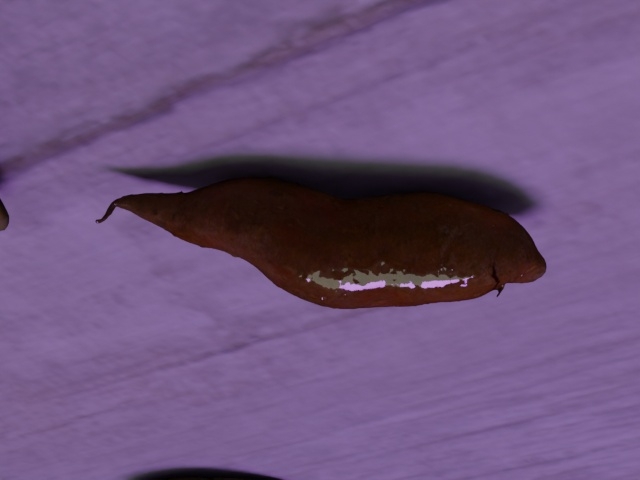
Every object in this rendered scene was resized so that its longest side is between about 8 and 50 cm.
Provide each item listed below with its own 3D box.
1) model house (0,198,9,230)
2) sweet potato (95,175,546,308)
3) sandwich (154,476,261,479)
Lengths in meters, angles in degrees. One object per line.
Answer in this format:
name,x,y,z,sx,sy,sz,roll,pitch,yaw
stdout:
model house,-0.232,0.033,0.669,0.174,0.234,0.193,5,152,2
sweet potato,0.000,0.000,0.755,0.194,0.056,0.056,9,150,2
sandwich,-0.051,0.167,1.077,0.135,0.029,0.067,8,156,-6
